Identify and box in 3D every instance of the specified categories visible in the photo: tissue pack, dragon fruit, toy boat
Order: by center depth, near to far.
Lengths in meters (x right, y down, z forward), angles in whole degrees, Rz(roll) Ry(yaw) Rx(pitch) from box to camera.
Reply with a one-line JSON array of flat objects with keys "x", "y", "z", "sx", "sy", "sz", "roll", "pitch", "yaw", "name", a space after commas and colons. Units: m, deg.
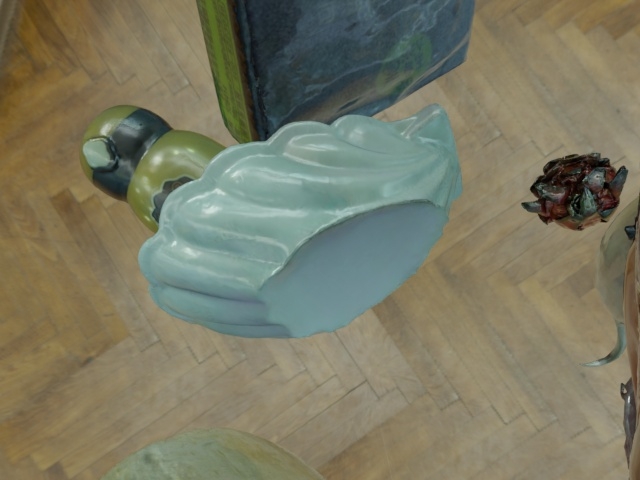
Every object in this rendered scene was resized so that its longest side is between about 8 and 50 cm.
[{"x": 0.000, "y": 0.000, "z": 0.602, "sx": 0.290, "sy": 0.199, "sz": 0.100, "roll": -31, "pitch": 47, "yaw": -7, "name": "toy boat"}, {"x": 0.018, "y": -0.286, "z": 0.652, "sx": 0.288, "sy": 0.394, "sz": 0.124, "roll": -31, "pitch": 55, "yaw": -20, "name": "tissue pack"}, {"x": 0.371, "y": -0.073, "z": 1.049, "sx": 0.121, "sy": 0.142, "sz": 0.130, "roll": 26, "pitch": 118, "yaw": 18, "name": "dragon fruit"}]

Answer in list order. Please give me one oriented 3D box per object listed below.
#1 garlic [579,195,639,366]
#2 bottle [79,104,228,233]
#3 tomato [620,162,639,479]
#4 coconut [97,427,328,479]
[{"x": 0.278, "y": 0.026, "z": 0.559, "sx": 0.128, "sy": 0.266, "sz": 0.148, "roll": -15, "pitch": 86, "yaw": -35, "name": "garlic"}, {"x": -0.192, "y": -0.071, "z": 1.072, "sx": 0.351, "sy": 0.171, "sz": 0.171, "roll": 30, "pitch": 83, "yaw": 4, "name": "bottle"}, {"x": 0.206, "y": 0.059, "z": 0.356, "sx": 0.112, "sy": 0.228, "sz": 0.199, "roll": 4, "pitch": 112, "yaw": 22, "name": "tomato"}, {"x": -0.094, "y": 0.413, "z": 0.814, "sx": 0.415, "sy": 0.415, "sz": 0.345, "roll": 37, "pitch": 82, "yaw": 9, "name": "coconut"}]
